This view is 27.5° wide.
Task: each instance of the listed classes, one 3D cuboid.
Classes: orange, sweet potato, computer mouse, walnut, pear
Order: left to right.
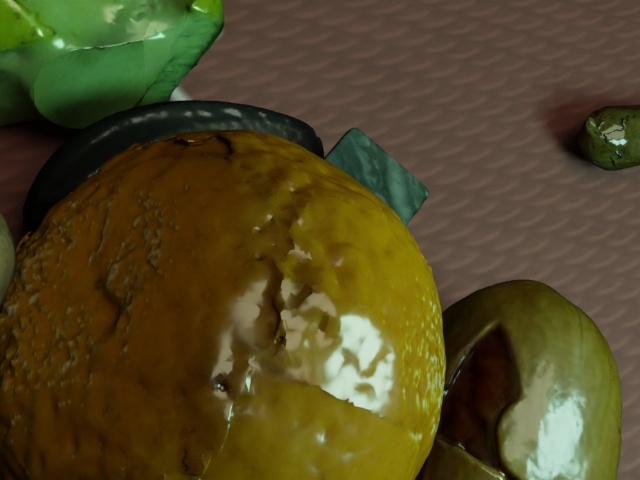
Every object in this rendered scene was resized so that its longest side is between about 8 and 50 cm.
[{"bbox_3d":[-0.247,-0.237,1.089,0.281,0.176,0.287,-8,71,-31],"label":"pear"},{"bbox_3d":[-0.127,-0.068,1.101,0.269,0.137,0.086,-10,76,-32],"label":"computer mouse"},{"bbox_3d":[-0.068,0.098,0.939,0.293,0.340,0.341,39,49,-42],"label":"orange"},{"bbox_3d":[0.158,0.181,1.121,0.203,0.203,0.298,17,77,-23],"label":"walnut"},{"bbox_3d":[0.384,-0.125,1.473,0.273,0.075,0.075,-13,75,-37],"label":"sweet potato"}]

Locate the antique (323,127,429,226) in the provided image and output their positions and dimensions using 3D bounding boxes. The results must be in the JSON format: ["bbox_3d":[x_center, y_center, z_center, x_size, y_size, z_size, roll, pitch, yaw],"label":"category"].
[{"bbox_3d":[0.000,0.000,1.113,0.088,0.183,0.086,41,49,-3],"label":"antique"}]

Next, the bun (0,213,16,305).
[{"bbox_3d":[-0.327,0.028,0.870,0.259,0.160,0.259,4,40,-3],"label":"bun"}]
